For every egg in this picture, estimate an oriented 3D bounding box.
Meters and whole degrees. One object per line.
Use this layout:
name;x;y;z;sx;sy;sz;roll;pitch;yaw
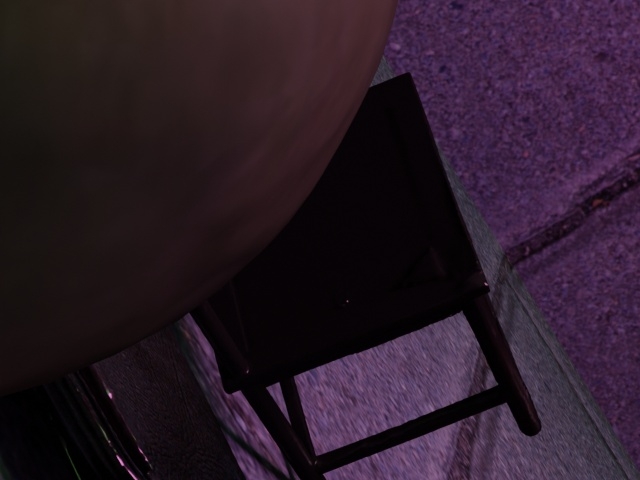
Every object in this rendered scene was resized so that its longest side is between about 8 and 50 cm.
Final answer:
egg;-0.110;-0.101;0.466;0.258;0.258;0.352;54;7;-26

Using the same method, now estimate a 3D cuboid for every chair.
chair;0.000;0.000;0.959;0.260;0.141;0.154;61;9;-52

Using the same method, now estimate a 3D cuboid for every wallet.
wallet;-0.126;-0.023;0.775;0.318;0.045;0.172;60;7;13
